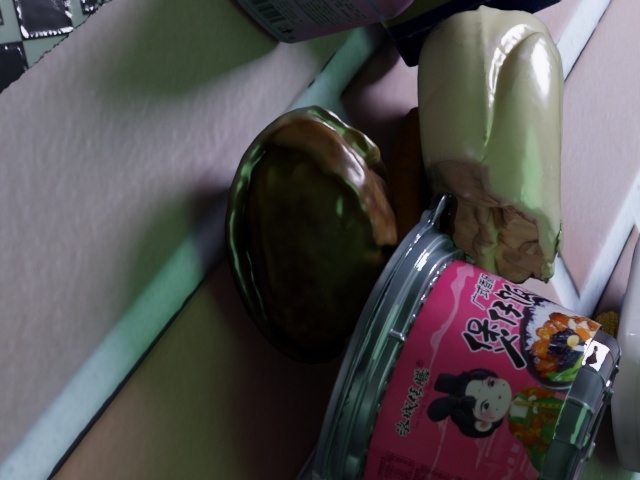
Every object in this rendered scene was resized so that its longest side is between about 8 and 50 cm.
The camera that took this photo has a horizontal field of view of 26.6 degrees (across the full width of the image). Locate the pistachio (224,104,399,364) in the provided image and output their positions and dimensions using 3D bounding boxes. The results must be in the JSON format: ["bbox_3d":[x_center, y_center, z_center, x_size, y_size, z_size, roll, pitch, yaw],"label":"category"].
[{"bbox_3d":[0.000,0.000,1.056,0.165,0.130,0.210,-17,116,-31],"label":"pistachio"}]

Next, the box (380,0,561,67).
[{"bbox_3d":[0.091,-0.291,1.186,0.259,0.168,0.071,55,24,-32],"label":"box"}]

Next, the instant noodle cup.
[{"bbox_3d":[0.126,0.131,1.066,0.258,0.181,0.303,-8,116,-73],"label":"instant noodle cup"}]

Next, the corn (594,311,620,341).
[{"bbox_3d":[0.319,0.123,1.518,0.037,0.037,0.092,32,59,-45],"label":"corn"}]

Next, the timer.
[{"bbox_3d":[0.385,0.117,1.513,0.237,0.087,0.262,67,35,-49],"label":"timer"}]

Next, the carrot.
[{"bbox_3d":[0.072,-0.024,1.210,0.061,0.061,0.257,44,50,-39],"label":"carrot"}]

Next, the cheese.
[{"bbox_3d":[0.156,-0.072,1.205,0.266,0.127,0.233,62,27,-66],"label":"cheese"}]

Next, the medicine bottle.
[{"bbox_3d":[0.029,-0.239,1.082,0.094,0.188,0.119,40,55,-41],"label":"medicine bottle"}]

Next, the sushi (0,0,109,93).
[{"bbox_3d":[-0.214,-0.247,0.886,0.264,0.050,0.290,60,42,-26],"label":"sushi"}]
